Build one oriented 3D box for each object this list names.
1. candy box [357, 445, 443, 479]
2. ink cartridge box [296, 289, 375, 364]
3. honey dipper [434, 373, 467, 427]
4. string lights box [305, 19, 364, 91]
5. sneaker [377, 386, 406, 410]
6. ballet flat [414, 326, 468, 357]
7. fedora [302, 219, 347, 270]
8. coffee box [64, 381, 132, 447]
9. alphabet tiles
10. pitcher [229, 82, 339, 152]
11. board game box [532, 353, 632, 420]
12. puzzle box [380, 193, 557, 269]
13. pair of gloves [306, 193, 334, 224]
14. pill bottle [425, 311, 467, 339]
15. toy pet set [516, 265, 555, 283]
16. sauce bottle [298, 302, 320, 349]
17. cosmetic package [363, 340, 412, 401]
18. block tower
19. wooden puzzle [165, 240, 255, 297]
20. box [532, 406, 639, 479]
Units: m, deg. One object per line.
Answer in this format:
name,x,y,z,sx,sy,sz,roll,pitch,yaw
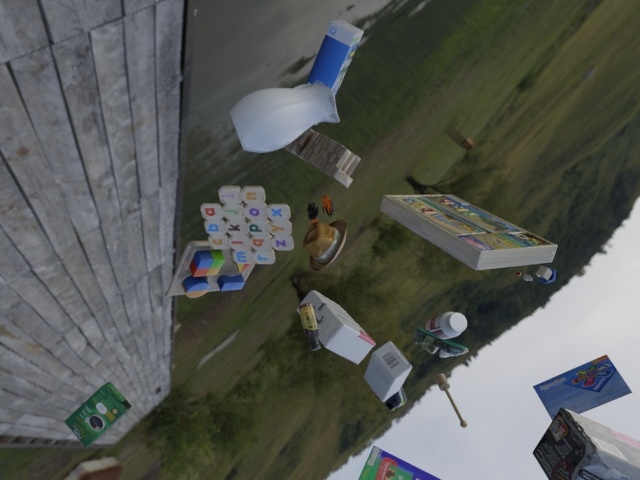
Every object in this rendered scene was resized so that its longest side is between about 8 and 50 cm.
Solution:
candy box,0.298,1.019,1.829,0.268,0.317,0.122,-49,153,-46
ink cartridge box,0.043,0.263,1.425,0.092,0.159,0.218,-51,-145,4
honey dipper,0.336,0.408,1.184,0.030,0.030,0.160,-46,-153,15
string lights box,0.021,-0.464,1.282,0.259,0.077,0.133,-63,179,31
sneaker,0.266,0.588,1.814,0.097,0.234,0.084,-33,-152,-13
ballet flat,0.381,0.338,1.479,0.070,0.070,0.188,-43,-144,-23
fedora,0.000,0.000,1.400,0.194,0.079,0.194,-46,-154,29
coffee box,-0.692,0.540,1.440,0.184,0.113,0.040,-44,178,6
alphabet tiles,-0.225,-0.044,1.448,0.021,0.278,0.283,-80,167,-54
pitcher,-0.085,-0.275,0.990,0.207,0.125,0.177,-21,-145,-6
board game box,0.937,0.537,1.669,0.281,0.145,0.027,-31,149,16
puzzle box,0.386,-0.040,1.271,0.272,0.409,0.052,-4,115,-28
pair of gloves,0.000,-0.089,1.344,0.083,0.074,0.010,-25,150,17
pill bottle,0.430,0.291,1.580,0.086,0.086,0.152,-42,178,-24
toy pet set,0.843,0.112,1.782,0.122,0.065,0.114,-57,-149,-1
sauce bottle,-0.027,0.237,1.277,0.042,0.128,0.042,-16,165,-5
cosmetic package,0.228,0.456,1.599,0.086,0.117,0.231,-28,151,-21
block tower,-0.028,-0.282,1.396,0.097,0.335,0.091,-56,146,6
wooden puzzle,-0.384,0.119,1.753,0.322,0.080,0.347,-3,144,-39
box,0.620,0.499,0.982,0.163,0.248,0.142,-70,-176,-78
